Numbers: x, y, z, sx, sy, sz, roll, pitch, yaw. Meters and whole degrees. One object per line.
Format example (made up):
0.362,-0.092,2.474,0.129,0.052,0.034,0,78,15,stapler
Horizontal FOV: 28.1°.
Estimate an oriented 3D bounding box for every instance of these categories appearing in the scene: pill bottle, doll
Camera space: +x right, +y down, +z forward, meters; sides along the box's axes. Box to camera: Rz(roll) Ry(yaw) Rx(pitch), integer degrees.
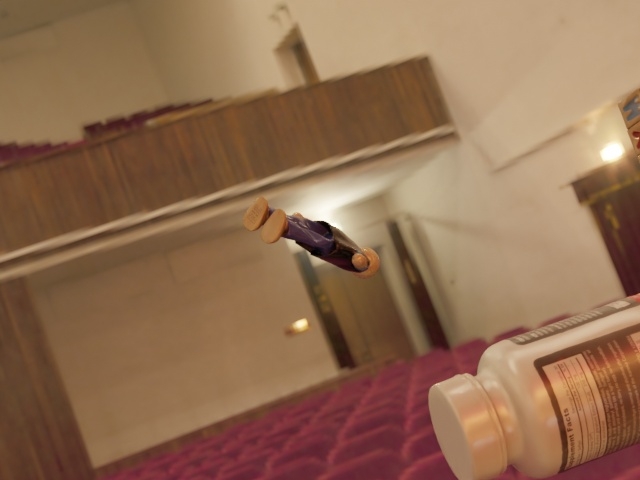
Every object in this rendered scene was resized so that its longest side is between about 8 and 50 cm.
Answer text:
0.304,0.189,1.582,0.318,0.176,0.176,-17,-7,-12,pill bottle
0.000,0.000,1.455,0.189,0.129,0.046,23,-82,-42,doll

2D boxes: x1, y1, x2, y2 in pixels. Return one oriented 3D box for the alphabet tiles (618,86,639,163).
0.466,-0.119,1.548,0.009,0.237,0.198,5,-31,-35,alphabet tiles
